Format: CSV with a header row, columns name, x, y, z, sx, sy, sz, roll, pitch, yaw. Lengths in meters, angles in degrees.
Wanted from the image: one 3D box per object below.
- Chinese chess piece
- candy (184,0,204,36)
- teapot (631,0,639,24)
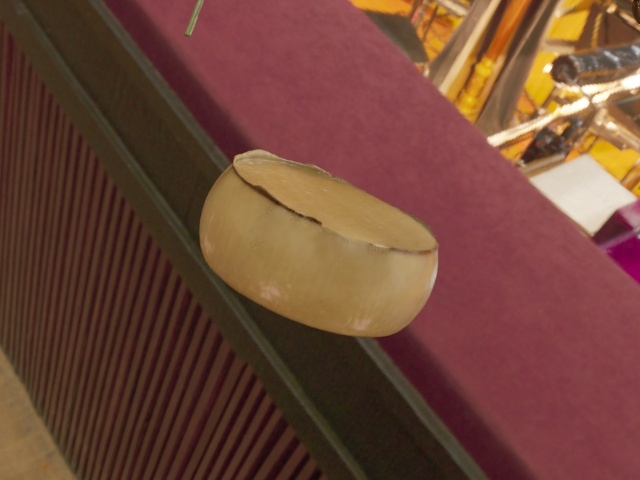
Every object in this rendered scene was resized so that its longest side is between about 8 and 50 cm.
name,x,y,z,sx,sy,sz,roll,pitch,yaw
Chinese chess piece,0.000,0.000,1.024,0.338,0.141,0.338,22,17,-7
candy,-0.184,-0.472,1.272,0.084,0.078,0.288,22,70,-23
teapot,0.559,-0.510,1.302,0.175,0.185,0.268,-28,104,-7
